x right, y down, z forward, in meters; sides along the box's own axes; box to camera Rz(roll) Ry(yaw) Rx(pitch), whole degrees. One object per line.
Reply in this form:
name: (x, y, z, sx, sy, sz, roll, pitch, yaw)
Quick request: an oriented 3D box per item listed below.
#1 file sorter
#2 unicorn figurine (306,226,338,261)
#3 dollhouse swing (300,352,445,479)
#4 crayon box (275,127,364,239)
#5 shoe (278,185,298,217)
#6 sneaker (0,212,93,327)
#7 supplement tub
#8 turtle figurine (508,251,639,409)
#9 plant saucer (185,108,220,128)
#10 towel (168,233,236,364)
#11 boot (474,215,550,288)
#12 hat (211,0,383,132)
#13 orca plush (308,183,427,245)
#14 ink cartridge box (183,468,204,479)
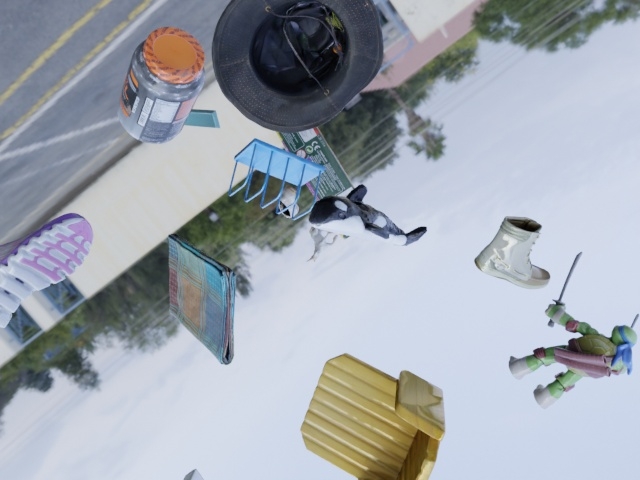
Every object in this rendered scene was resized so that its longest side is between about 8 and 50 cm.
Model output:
file sorter: (-0.099, -0.127, 1.411, 0.118, 0.170, 0.105, -25, -131, 58)
unicorn figurine: (0.000, 0.000, 2.165, 0.111, 0.060, 0.162, -45, -148, 19)
dollhouse swing: (0.100, 0.494, 1.597, 0.315, 0.304, 0.347, -53, 163, -75)
crayon box: (-0.001, -0.199, 1.832, 0.106, 0.363, 0.313, -32, -171, 3)
shoe: (-0.115, -0.118, 2.164, 0.058, 0.076, 0.219, -53, 174, -16)
sneaker: (-0.435, 0.034, 0.919, 0.236, 0.104, 0.095, -41, 147, -10)
supplement tub: (-0.456, -0.442, 1.878, 0.207, 0.207, 0.338, -43, -179, -35)
turtle figurine: (0.562, 0.230, 1.427, 0.266, 0.197, 0.275, -41, -147, 30)
plant saucer: (-0.438, -0.440, 2.358, 0.192, 0.067, 0.018, 11, -145, 38)
towel: (-0.339, 0.154, 1.804, 0.040, 0.272, 0.370, -9, -158, -35)
boot: (0.516, 0.030, 1.637, 0.077, 0.213, 0.165, -93, -157, -54)
hat: (-0.049, -0.384, 1.262, 0.331, 0.331, 0.134, -35, -147, 15)
orca plush: (0.095, -0.055, 1.250, 0.151, 0.287, 0.102, 7, -93, 58)
ink cartridge box: (-0.402, 0.878, 2.161, 0.056, 0.171, 0.235, -34, -177, 2)
